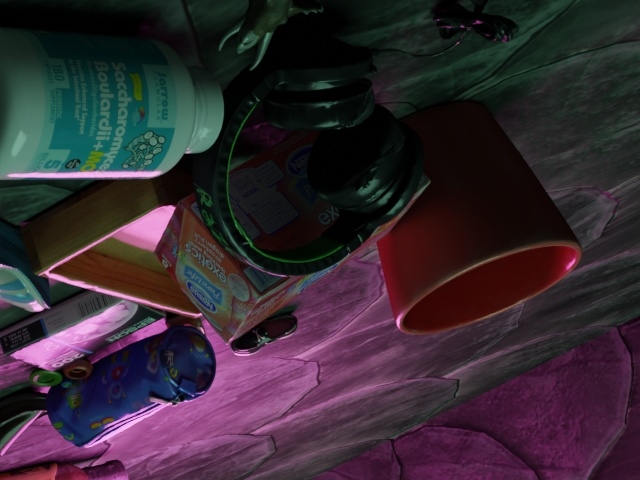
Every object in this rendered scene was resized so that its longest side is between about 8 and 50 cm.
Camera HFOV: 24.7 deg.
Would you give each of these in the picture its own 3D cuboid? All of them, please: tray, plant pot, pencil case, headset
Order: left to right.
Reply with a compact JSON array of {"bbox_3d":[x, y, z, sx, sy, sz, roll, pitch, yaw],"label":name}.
[{"bbox_3d":[-0.302,0.237,2.322,0.306,0.133,0.119,-26,134,33],"label":"pencil case"},{"bbox_3d":[-0.194,0.004,1.953,0.203,0.076,0.411,-28,160,17],"label":"tray"},{"bbox_3d":[0.041,-0.127,1.612,0.394,0.185,0.243,-46,126,-19],"label":"headset"},{"bbox_3d":[0.183,-0.036,1.979,0.275,0.243,0.275,-20,161,-7],"label":"plant pot"}]

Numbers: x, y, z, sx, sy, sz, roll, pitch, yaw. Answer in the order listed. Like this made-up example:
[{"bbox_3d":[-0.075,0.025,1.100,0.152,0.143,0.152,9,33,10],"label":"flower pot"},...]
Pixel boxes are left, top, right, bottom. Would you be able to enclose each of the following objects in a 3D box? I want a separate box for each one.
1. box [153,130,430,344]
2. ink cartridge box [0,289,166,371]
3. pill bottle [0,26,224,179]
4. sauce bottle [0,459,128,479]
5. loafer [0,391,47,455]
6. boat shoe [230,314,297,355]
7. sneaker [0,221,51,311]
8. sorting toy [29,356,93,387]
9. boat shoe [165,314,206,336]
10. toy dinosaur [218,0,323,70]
[{"bbox_3d":[-0.035,-0.029,1.782,0.300,0.154,0.142,-35,170,-33],"label":"box"},{"bbox_3d":[-0.342,0.132,2.180,0.206,0.045,0.208,-25,162,11],"label":"ink cartridge box"},{"bbox_3d":[-0.226,-0.133,1.451,0.264,0.146,0.146,-3,154,-42],"label":"pill bottle"},{"bbox_3d":[-0.540,0.490,2.819,0.344,0.111,0.111,-7,156,-35],"label":"sauce bottle"},{"bbox_3d":[-0.528,0.317,2.422,0.220,0.078,0.080,-27,160,15],"label":"loafer"},{"bbox_3d":[-0.095,0.160,2.503,0.125,0.046,0.038,-17,160,-20],"label":"boat shoe"},{"bbox_3d":[-0.408,0.034,1.811,0.092,0.087,0.228,-18,154,11],"label":"sneaker"},{"bbox_3d":[-0.408,0.200,2.310,0.102,0.042,0.061,-10,145,3],"label":"sorting toy"},{"bbox_3d":[-0.212,0.154,2.364,0.056,0.048,0.153,-21,161,-3],"label":"boat shoe"},{"bbox_3d":[0.045,-0.286,1.424,0.314,0.121,0.160,-20,173,-16],"label":"toy dinosaur"}]
